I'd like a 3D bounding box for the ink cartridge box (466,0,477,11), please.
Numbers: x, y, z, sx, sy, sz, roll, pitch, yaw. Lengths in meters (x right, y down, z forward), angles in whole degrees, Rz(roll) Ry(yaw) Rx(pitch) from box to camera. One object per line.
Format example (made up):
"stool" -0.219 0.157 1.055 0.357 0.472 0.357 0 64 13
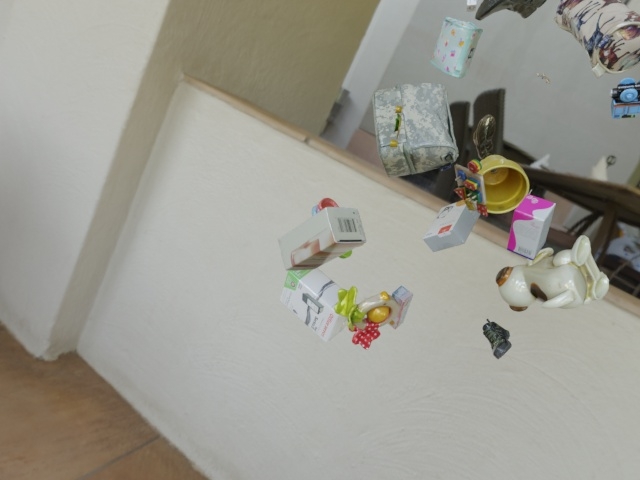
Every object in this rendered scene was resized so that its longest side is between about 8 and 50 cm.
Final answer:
"ink cartridge box" 0.450 -0.718 1.387 0.028 0.048 0.083 2 10 14

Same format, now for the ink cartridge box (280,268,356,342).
"ink cartridge box" -0.015 0.239 1.851 0.272 0.199 0.114 39 47 21

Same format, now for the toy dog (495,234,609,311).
"toy dog" 1.015 0.207 2.122 0.285 0.395 0.407 50 -31 -15

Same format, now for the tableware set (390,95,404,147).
"tableware set" 0.208 -0.317 1.283 0.024 0.104 0.154 8 54 7

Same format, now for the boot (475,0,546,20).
"boot" 0.720 -0.881 1.763 0.161 0.084 0.246 23 -19 -21

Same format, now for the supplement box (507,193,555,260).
"supplement box" 0.800 -0.049 1.779 0.111 0.114 0.220 28 -30 32

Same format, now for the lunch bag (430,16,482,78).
"lunch bag" 0.629 -0.884 2.143 0.159 0.224 0.262 8 32 -10

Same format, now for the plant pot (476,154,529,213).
"plant pot" 0.851 -0.295 2.256 0.253 0.254 0.239 25 34 -6

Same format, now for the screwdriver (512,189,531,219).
"screwdriver" 1.001 -0.175 2.313 0.024 0.170 0.025 29 18 12

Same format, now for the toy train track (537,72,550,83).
"toy train track" 0.796 -0.581 1.671 0.083 0.014 0.048 4 60 -39

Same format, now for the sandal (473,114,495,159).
"sandal" 0.659 -0.421 1.895 0.060 0.090 0.219 51 -4 36

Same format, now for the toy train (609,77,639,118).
"toy train" 0.932 -0.411 1.338 0.183 0.080 0.105 1 -38 25

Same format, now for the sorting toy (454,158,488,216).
"sorting toy" 0.545 -0.192 1.728 0.132 0.046 0.275 43 -16 48

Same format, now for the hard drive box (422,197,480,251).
"hard drive box" 0.593 -0.070 2.098 0.089 0.232 0.181 48 -35 -15

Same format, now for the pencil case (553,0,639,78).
"pencil case" 0.927 -0.714 1.561 0.160 0.183 0.411 42 32 -33

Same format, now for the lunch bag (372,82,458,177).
"lunch bag" 0.333 -0.387 1.630 0.255 0.306 0.212 -10 -24 19

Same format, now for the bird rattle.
"bird rattle" 0.167 0.259 1.550 0.254 0.206 0.143 53 15 -39

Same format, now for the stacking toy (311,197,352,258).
"stacking toy" 0.049 -0.033 2.267 0.309 0.130 0.279 50 34 -9

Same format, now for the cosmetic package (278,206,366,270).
"cosmetic package" 0.000 0.000 1.630 0.153 0.296 0.129 -2 71 -39

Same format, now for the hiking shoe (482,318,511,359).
"hiking shoe" 0.687 0.388 1.854 0.114 0.086 0.227 39 20 9

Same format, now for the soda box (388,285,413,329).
"soda box" 0.302 0.262 1.813 0.063 0.183 0.058 37 51 27
